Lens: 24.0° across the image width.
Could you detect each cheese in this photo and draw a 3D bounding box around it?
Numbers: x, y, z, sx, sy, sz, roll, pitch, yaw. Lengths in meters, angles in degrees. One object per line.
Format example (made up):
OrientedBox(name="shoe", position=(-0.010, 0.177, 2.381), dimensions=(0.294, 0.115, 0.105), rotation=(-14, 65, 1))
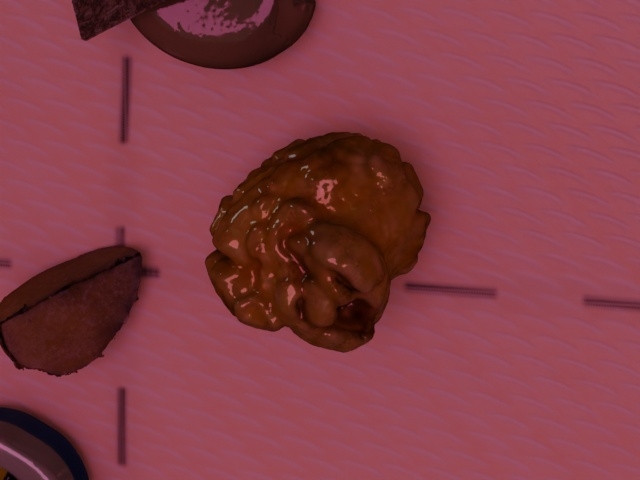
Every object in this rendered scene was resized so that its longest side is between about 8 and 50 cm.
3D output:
OrientedBox(name="cheese", position=(-0.109, -0.257, 1.500), dimensions=(0.202, 0.091, 0.175), rotation=(-2, 100, 11))

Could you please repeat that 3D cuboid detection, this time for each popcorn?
OrientedBox(name="popcorn", position=(0.000, 0.000, 1.480), dimensions=(0.225, 0.203, 0.200), rotation=(-3, 112, -7))

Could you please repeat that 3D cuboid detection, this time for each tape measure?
OrientedBox(name="tape measure", position=(-0.419, 0.264, 1.662), dimensions=(0.351, 0.098, 0.215), rotation=(30, 107, 0))

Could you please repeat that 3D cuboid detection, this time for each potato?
OrientedBox(name="potato", position=(-0.268, 0.072, 1.617), dimensions=(0.172, 0.089, 0.101), rotation=(-31, 118, -16))

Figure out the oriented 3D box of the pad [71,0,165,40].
OrientedBox(name="pad", position=(-0.195, -0.326, 1.488), dimensions=(0.158, 0.003, 0.235), rotation=(-24, 68, 14))
